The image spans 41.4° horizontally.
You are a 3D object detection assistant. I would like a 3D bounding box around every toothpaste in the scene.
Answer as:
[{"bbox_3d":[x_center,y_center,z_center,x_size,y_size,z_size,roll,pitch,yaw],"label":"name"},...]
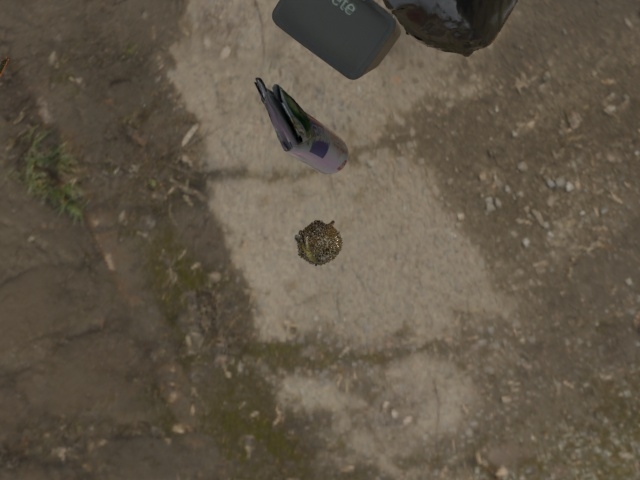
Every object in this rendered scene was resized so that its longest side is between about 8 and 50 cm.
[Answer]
[{"bbox_3d":[-0.008,-0.064,0.536,0.028,0.170,0.045,-21,83,11],"label":"toothpaste"}]

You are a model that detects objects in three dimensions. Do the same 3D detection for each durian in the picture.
[{"bbox_3d":[0.000,0.000,1.388,0.080,0.091,0.080,30,156,15],"label":"durian"}]

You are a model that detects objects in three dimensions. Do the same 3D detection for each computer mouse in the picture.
[{"bbox_3d":[0.130,-0.297,0.783,0.116,0.323,0.183,-19,119,29],"label":"computer mouse"}]

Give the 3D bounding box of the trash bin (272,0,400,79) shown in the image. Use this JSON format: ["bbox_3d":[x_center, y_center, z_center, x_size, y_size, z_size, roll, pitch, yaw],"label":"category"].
[{"bbox_3d":[0.040,-0.348,1.348,0.165,0.225,0.115,37,107,2],"label":"trash bin"}]

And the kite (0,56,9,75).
[{"bbox_3d":[-0.421,-0.136,0.969,0.190,0.159,0.010,-36,139,13],"label":"kite"}]
